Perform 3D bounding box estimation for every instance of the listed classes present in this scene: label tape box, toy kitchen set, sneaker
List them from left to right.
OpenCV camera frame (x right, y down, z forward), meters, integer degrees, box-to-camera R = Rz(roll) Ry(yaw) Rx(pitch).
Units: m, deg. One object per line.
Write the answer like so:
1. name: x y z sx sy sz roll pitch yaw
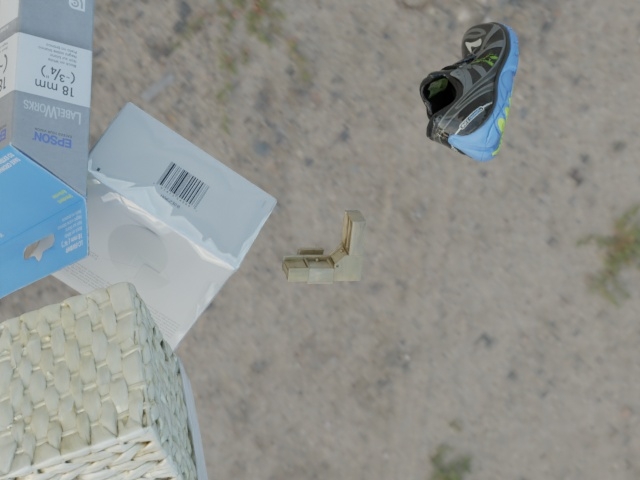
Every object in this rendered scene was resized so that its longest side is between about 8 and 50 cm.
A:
1. label tape box: -0.372 -0.121 1.781 0.106 0.240 0.334 12 69 -36
2. toy kitchen set: 0.000 0.000 1.676 0.083 0.068 0.075 -1 115 -15
3. sneaker: 0.127 -0.139 1.302 0.078 0.188 0.067 15 128 1

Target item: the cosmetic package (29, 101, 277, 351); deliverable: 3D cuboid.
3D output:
1. cosmetic package: -0.212 -0.013 1.881 0.224 0.138 0.225 34 138 -5

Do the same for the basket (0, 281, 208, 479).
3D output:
1. basket: -0.142 0.119 0.956 0.113 0.167 0.103 -19 127 0
